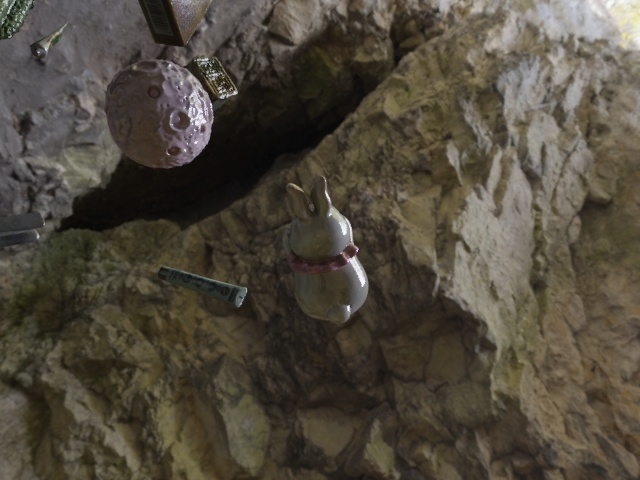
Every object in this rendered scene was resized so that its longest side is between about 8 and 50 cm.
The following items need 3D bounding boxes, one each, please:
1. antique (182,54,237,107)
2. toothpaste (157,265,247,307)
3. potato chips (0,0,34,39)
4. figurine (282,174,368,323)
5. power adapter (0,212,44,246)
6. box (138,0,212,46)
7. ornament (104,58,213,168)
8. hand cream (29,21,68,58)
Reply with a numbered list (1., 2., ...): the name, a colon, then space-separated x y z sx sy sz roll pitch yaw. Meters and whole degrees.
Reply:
1. antique: -0.411 -0.451 1.496 0.284 0.150 0.125 -28 -176 41
2. toothpaste: -0.313 0.117 1.221 0.039 0.239 0.062 94 15 -56
3. potato chips: -0.728 -0.660 0.991 0.358 0.070 0.429 79 27 -69
4. figurine: 0.000 0.000 0.747 0.127 0.235 0.155 -9 -158 10
5. power adapter: -0.517 -0.002 0.669 0.205 0.125 0.130 -16 168 -38
6. box: -0.264 -0.482 0.791 0.240 0.071 0.159 87 18 -61
7. ornament: -0.381 -0.306 1.123 0.225 0.259 0.259 -3 -179 1
8. hand cream: -0.658 -0.486 1.129 0.057 0.037 0.165 -42 -151 31
